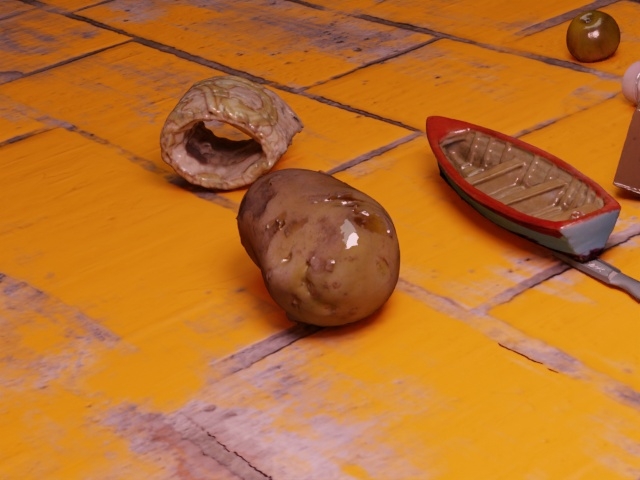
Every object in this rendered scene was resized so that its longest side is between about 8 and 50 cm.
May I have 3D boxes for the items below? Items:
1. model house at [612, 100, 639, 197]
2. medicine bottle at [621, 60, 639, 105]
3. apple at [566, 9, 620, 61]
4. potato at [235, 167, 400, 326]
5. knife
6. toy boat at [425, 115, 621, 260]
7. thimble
[{"bbox_3d":[0.522,-0.135,1.590,0.248,0.176,0.181,18,32,14],"label":"model house"},{"bbox_3d":[0.517,-0.208,1.809,0.119,0.069,0.183,-21,30,-22],"label":"medicine bottle"},{"bbox_3d":[0.450,-0.336,2.087,0.089,0.074,0.089,-16,41,14],"label":"apple"},{"bbox_3d":[0.000,0.000,1.451,0.165,0.165,0.262,-15,30,-13],"label":"potato"},{"bbox_3d":[0.332,0.044,1.413,0.028,0.015,0.210,-25,29,-19],"label":"knife"},{"bbox_3d":[0.234,-0.073,1.596,0.136,0.079,0.392,-19,26,-17],"label":"toy boat"},{"bbox_3d":[-0.127,-0.154,1.822,0.190,0.137,0.143,11,26,5],"label":"thimble"}]
